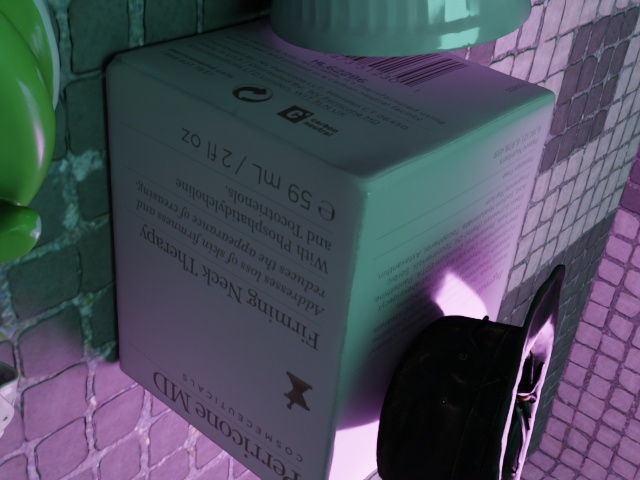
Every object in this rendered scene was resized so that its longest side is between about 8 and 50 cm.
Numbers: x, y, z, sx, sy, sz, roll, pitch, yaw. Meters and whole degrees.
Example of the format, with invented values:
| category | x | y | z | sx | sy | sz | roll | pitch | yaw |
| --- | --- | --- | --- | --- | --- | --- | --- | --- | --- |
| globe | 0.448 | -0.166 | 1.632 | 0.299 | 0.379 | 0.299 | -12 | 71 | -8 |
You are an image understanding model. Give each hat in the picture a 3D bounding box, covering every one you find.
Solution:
| category | x | y | z | sx | sy | sz | roll | pitch | yaw |
| --- | --- | --- | --- | --- | --- | --- | --- | --- | --- |
| hat | 0.132 | 0.168 | 0.794 | 0.331 | 0.133 | 0.332 | 15 | 90 | -72 |

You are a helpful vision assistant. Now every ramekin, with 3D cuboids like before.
| category | x | y | z | sx | sy | sz | roll | pitch | yaw |
| --- | --- | --- | --- | --- | --- | --- | --- | --- | --- |
| ramekin | 0.078 | -0.298 | 0.854 | 0.277 | 0.277 | 0.135 | -34 | 132 | -38 |

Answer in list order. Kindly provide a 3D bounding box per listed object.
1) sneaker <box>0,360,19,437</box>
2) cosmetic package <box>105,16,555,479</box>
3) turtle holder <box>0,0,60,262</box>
| category | x | y | z | sx | sy | sz | roll | pitch | yaw |
| --- | --- | --- | --- | --- | --- | --- | --- | --- | --- |
| sneaker | -0.343 | 0.201 | 0.776 | 0.152 | 0.114 | 0.305 | -25 | 134 | -43 |
| cosmetic package | 0.000 | 0.000 | 0.911 | 0.327 | 0.329 | 0.394 | -29 | 136 | -43 |
| turtle holder | -0.267 | -0.106 | 0.516 | 0.320 | 0.243 | 0.228 | 62 | 17 | -55 |
